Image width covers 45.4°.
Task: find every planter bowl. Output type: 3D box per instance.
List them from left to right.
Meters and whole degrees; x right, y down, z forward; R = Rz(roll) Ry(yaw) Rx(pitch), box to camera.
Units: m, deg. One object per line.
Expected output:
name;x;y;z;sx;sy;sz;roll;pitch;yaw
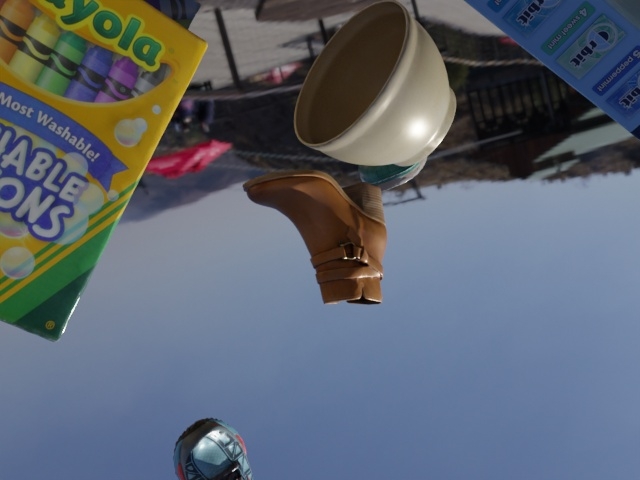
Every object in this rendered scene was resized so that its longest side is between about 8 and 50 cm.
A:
planter bowl;0.066;-0.141;0.764;0.109;0.162;0.162;28;160;-30

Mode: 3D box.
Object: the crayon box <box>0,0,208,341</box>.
crayon box;-0.230;-0.111;0.594;0.203;0.323;0.083;29;170;-30

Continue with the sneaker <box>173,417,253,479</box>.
sneaker;-0.111;0.362;1.063;0.104;0.262;0.125;-33;-154;-26

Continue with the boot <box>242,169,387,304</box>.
boot;0.000;0.000;0.910;0.197;0.153;0.073;6;167;-28

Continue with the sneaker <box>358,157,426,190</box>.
sneaker;0.093;-0.186;1.159;0.108;0.121;0.302;-20;-151;20

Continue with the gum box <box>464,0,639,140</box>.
gum box;0.111;-0.141;0.390;0.041;0.184;0.157;-47;-161;33
